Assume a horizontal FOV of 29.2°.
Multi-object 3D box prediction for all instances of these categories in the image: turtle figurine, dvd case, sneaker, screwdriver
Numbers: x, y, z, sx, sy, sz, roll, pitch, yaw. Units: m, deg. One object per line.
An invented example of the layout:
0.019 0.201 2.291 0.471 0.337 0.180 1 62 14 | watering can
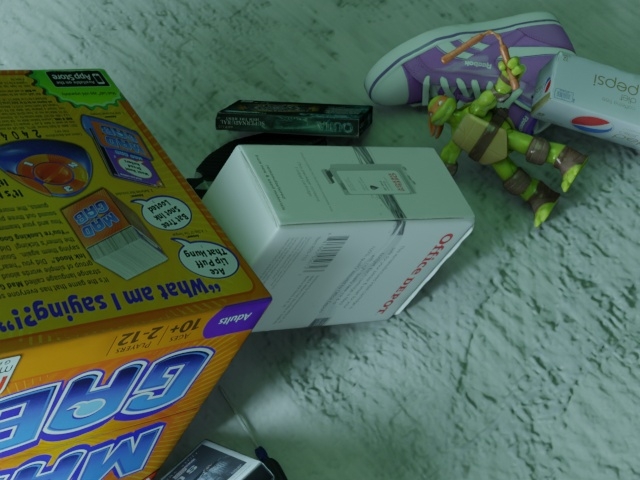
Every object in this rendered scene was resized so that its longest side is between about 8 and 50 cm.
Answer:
0.207 -0.112 1.535 0.217 0.269 0.087 35 26 4 | turtle figurine
-0.153 0.288 1.302 0.179 0.239 0.029 -41 100 -17 | dvd case
0.208 -0.199 1.607 0.282 0.102 0.161 -16 63 -3 | sneaker
-0.080 0.231 1.433 0.024 0.025 0.170 -29 62 -11 | screwdriver
-0.098 -0.031 1.546 0.122 0.146 0.330 7 35 39 | sneaker

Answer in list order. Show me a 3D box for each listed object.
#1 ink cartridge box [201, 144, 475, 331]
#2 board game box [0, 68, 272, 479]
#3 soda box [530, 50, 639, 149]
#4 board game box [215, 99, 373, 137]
0.000 0.000 1.386 0.283 0.207 0.117 -2 54 -38 | ink cartridge box
-0.345 0.072 1.273 0.357 0.356 0.356 -9 52 -46 | board game box
0.378 -0.165 1.539 0.216 0.074 0.069 16 75 -8 | soda box
-0.032 -0.160 1.603 0.186 0.126 0.026 4 105 10 | board game box
